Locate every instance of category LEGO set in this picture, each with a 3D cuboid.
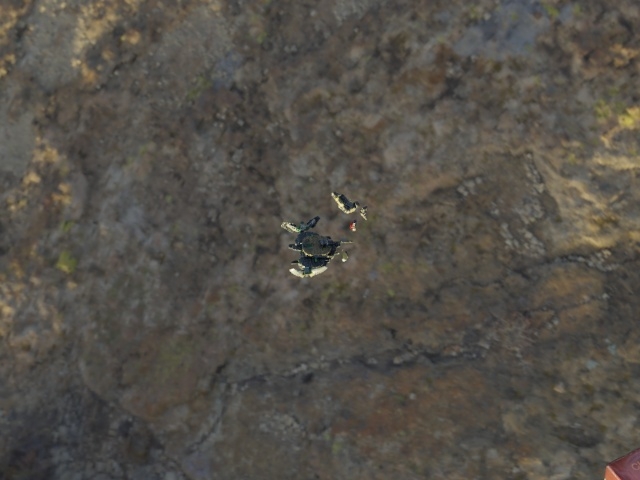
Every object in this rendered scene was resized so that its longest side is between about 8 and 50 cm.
[{"bbox_3d":[0.003,0.001,0.631,0.083,0.023,0.054,-31,61,-27],"label":"LEGO set"}]

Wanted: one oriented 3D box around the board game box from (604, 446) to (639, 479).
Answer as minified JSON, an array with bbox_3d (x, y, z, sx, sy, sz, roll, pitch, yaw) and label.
[{"bbox_3d":[0.254,0.096,0.410,0.281,0.145,0.027,-22,43,-13],"label":"board game box"}]
